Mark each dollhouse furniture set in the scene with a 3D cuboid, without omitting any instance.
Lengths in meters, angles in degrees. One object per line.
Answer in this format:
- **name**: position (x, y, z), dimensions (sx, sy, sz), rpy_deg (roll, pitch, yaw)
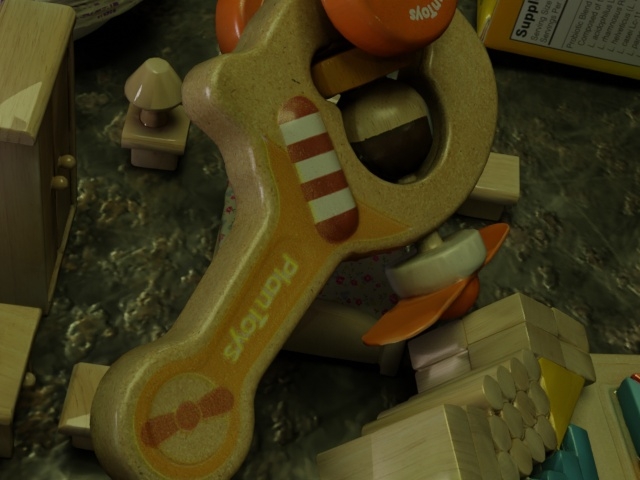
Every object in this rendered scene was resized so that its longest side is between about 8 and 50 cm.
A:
- **dollhouse furniture set**: position (-0.034, -0.013, 0.752), dimensions (0.356, 0.173, 0.303), rpy_deg (8, 48, -2)

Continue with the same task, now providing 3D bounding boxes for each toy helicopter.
- **toy helicopter**: position (0.000, 0.000, 0.690), dimensions (0.235, 0.140, 0.355), rpy_deg (45, 61, -24)

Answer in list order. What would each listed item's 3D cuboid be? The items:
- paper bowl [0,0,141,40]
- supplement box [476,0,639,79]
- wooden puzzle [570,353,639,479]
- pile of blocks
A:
- **paper bowl**: position (-0.247, -0.259, 0.951), dimensions (0.284, 0.148, 0.284), rpy_deg (5, 49, -6)
- **supplement box**: position (0.327, -0.257, 1.004), dimensions (0.357, 0.194, 0.195), rpy_deg (12, 48, -4)
- **wooden puzzle**: position (0.271, 0.157, 0.738), dimensions (0.239, 0.044, 0.221), rpy_deg (-1, 49, -10)
- **pile of blocks**: position (0.062, 0.149, 0.648), dimensions (0.149, 0.113, 0.362), rpy_deg (60, 31, -3)
